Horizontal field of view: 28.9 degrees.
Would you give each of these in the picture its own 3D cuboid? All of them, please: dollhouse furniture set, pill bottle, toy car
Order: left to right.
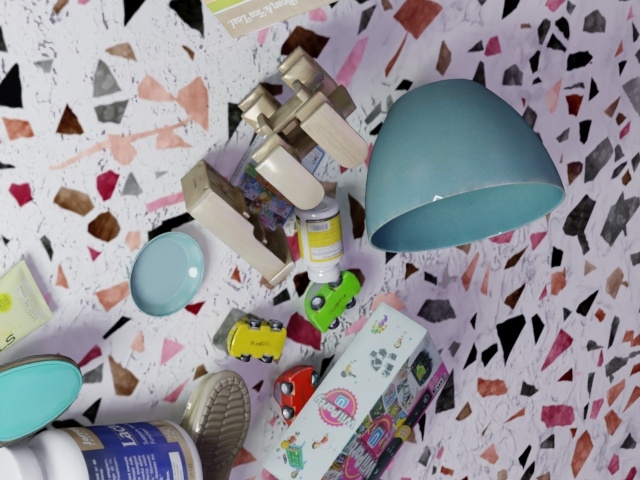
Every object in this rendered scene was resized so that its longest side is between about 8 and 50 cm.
[{"bbox_3d":[-0.295,0.313,1.584,0.264,0.153,0.153,3,105,-44],"label":"pill bottle"},{"bbox_3d":[-0.036,-0.090,1.608,0.242,0.212,0.161,-42,117,12],"label":"dollhouse furniture set"},{"bbox_3d":[-0.027,0.133,1.831,0.225,0.053,0.239,-50,133,-17],"label":"toy car"},{"bbox_3d":[0.000,0.000,1.794,0.065,0.065,0.116,-25,122,-34],"label":"pill bottle"}]

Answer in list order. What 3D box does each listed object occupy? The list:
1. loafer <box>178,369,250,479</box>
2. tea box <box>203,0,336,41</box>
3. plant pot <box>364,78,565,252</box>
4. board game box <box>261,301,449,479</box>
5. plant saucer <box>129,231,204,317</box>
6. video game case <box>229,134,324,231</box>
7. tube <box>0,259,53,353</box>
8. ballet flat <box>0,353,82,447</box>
[{"bbox_3d":[-0.174,0.299,1.732,0.102,0.092,0.269,3,107,-45],"label":"loafer"},{"bbox_3d":[-0.045,-0.459,1.356,0.323,0.220,0.329,51,53,-24],"label":"tea box"},{"bbox_3d":[0.190,-0.120,1.809,0.290,0.290,0.196,2,69,-43],"label":"plant pot"},{"bbox_3d":[0.062,0.272,1.892,0.303,0.097,0.224,-53,153,-11],"label":"board game box"},{"bbox_3d":[-0.209,0.043,1.649,0.119,0.021,0.119,-17,116,-37],"label":"plant saucer"},{"bbox_3d":[-0.072,-0.080,1.732,0.119,0.015,0.166,36,81,-45],"label":"video game case"},{"bbox_3d":[-0.423,0.126,1.461,0.240,0.062,0.070,-40,170,-30],"label":"tube"},{"bbox_3d":[-0.418,0.215,1.472,0.280,0.096,0.095,-31,109,-25],"label":"ballet flat"}]
